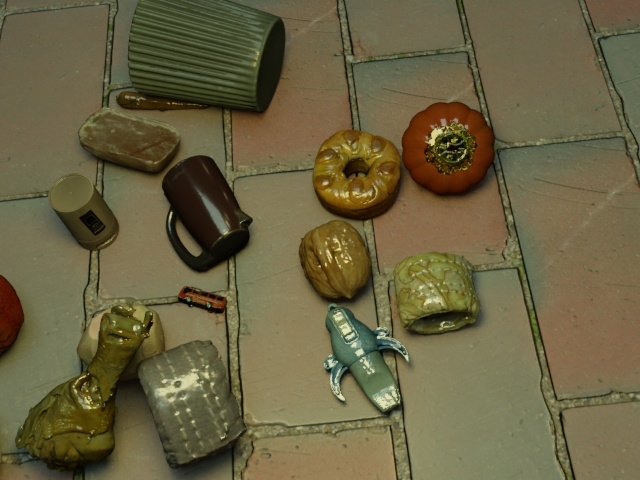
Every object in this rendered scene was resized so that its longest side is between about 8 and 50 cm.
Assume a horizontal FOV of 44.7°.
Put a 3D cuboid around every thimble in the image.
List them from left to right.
[{"bbox_3d":[-0.262,0.327,1.576,0.172,0.205,0.236,-19,64,-12],"label":"thimble"},{"bbox_3d":[0.257,0.114,1.698,0.191,0.137,0.143,-1,57,-13],"label":"thimble"}]

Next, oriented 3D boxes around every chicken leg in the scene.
[{"bbox_3d":[-0.454,0.296,1.546,0.201,0.153,0.429,45,116,29],"label":"chicken leg"}]

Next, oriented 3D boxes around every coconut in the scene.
[{"bbox_3d":[-0.432,0.219,1.679,0.183,0.171,0.170,-7,60,-1],"label":"coconut"}]

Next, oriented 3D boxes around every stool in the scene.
[{"bbox_3d":[-0.281,-0.483,1.996,0.330,0.297,0.297,15,63,7],"label":"stool"}]

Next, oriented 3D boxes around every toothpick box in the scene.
[{"bbox_3d":[-0.555,-0.065,1.834,0.111,0.180,0.111,-3,60,5],"label":"toothpick box"}]

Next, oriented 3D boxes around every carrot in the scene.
[{"bbox_3d":[-0.420,-0.367,2.073,0.255,0.049,0.049,5,61,4],"label":"carrot"}]

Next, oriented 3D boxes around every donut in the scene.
[{"bbox_3d":[0.088,-0.158,1.873,0.227,0.113,0.226,-2,60,3],"label":"donut"}]

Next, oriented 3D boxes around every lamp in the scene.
[{"bbox_3d":[0.302,-0.218,1.846,0.223,0.196,0.223,1,97,4],"label":"lamp"}]

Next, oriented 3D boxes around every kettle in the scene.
[{"bbox_3d":[-0.280,-0.057,1.838,0.202,0.144,0.232,-37,65,7],"label":"kettle"}]

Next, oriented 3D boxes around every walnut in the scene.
[{"bbox_3d":[0.035,0.048,1.743,0.155,0.155,0.184,-22,70,-8],"label":"walnut"}]

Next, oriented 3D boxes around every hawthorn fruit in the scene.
[{"bbox_3d":[-0.776,0.150,1.728,0.205,0.205,0.253,-32,58,-13],"label":"hawthorn fruit"}]

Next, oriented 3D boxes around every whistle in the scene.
[{"bbox_3d":[0.087,0.246,1.668,0.180,0.093,0.269,-29,69,-4],"label":"whistle"}]

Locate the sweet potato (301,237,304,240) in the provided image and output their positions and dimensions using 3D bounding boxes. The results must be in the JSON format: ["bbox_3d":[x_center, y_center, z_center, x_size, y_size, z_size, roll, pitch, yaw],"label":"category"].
[{"bbox_3d":[0.000,0.000,1.839,0.095,0.034,0.034,-2,60,16],"label":"sweet potato"}]

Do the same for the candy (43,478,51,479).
[{"bbox_3d":[-0.563,0.617,1.525,0.084,0.078,0.287,5,69,4],"label":"candy"}]

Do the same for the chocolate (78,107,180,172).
[{"bbox_3d":[-0.485,-0.242,1.987,0.254,0.080,0.157,18,49,12],"label":"chocolate"}]

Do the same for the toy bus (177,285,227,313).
[{"bbox_3d":[-0.270,0.136,1.784,0.110,0.031,0.043,15,61,11],"label":"toy bus"}]

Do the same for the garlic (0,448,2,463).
[{"bbox_3d":[-0.778,0.397,1.586,0.281,0.203,0.184,17,45,18],"label":"garlic"}]
